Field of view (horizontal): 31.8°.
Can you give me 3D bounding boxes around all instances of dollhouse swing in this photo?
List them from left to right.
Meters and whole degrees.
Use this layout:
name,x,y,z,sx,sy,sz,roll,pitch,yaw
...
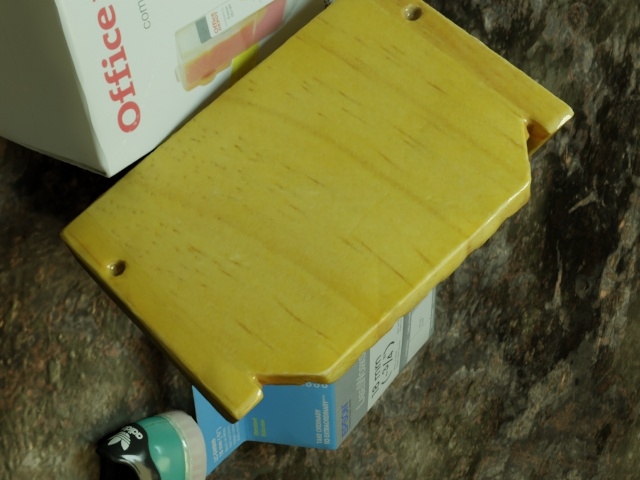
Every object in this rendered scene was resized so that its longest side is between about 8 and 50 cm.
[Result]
name,x,y,z,sx,sy,sz,roll,pitch,yaw
dollhouse swing,0.000,0.000,1.005,0.347,0.315,0.305,-42,153,-13

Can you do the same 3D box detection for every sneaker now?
name,x,y,z,sx,sy,sz,roll,pitch,yaw
sneaker,-0.196,0.332,1.181,0.121,0.108,0.302,-8,104,-48

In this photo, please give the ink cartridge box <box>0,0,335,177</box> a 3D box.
name,x,y,z,sx,sy,sz,roll,pitch,yaw
ink cartridge box,-0.123,-0.270,0.951,0.385,0.160,0.279,-39,134,-34

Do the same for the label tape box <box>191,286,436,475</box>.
name,x,y,z,sx,sy,sz,roll,pitch,yaw
label tape box,0.005,0.104,1.252,0.334,0.106,0.240,-44,146,-37
